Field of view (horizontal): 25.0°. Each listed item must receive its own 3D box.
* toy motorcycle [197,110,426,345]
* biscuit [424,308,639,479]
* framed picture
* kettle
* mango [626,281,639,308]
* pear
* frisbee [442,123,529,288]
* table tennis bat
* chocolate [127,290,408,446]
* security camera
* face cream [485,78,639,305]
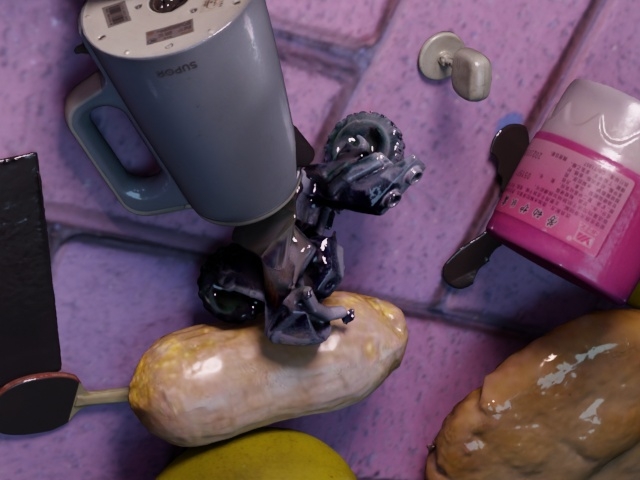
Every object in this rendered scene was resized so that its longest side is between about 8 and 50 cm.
[{"bbox_3d":[0.000,0.000,1.455,0.270,0.159,0.106,-45,152,6],"label":"toy motorcycle"},{"bbox_3d":[0.342,0.261,1.828,0.429,0.104,0.446,-45,133,18],"label":"biscuit"},{"bbox_3d":[-0.416,0.063,1.353,0.338,0.014,0.255,-15,126,-21],"label":"framed picture"},{"bbox_3d":[-0.128,-0.123,1.318,0.210,0.160,0.243,-16,135,3],"label":"kettle"},{"bbox_3d":[0.426,-0.024,1.722,0.137,0.091,0.237,21,109,-45],"label":"mango"},{"bbox_3d":[-0.077,0.337,1.552,0.294,0.294,0.294,-15,126,-21],"label":"pear"},{"bbox_3d":[0.235,-0.031,1.661,0.187,0.012,0.211,6,116,-34],"label":"frisbee"},{"bbox_3d":[-0.268,0.168,1.498,0.156,0.013,0.087,-3,131,-32],"label":"table tennis bat"},{"bbox_3d":[-0.054,0.134,1.532,0.309,0.134,0.134,-15,126,-17],"label":"chocolate"},{"bbox_3d":[0.144,-0.172,1.461,0.058,0.092,0.058,-15,125,-22],"label":"security camera"},{"bbox_3d":[0.296,-0.052,1.556,0.175,0.175,0.195,27,91,-39],"label":"face cream"}]
